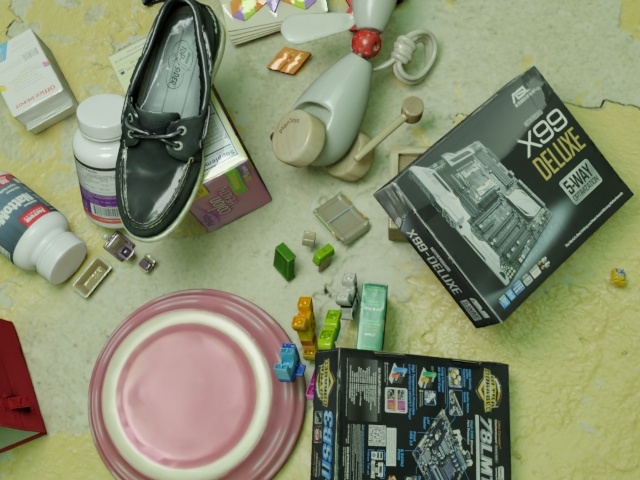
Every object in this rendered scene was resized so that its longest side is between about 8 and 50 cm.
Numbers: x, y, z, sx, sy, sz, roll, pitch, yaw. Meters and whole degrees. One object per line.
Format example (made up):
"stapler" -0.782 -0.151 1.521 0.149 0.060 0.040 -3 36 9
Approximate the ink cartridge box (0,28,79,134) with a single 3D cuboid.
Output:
"ink cartridge box" -0.462 -0.248 1.587 0.092 0.090 0.143 -29 76 -1

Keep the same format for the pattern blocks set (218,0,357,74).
"pattern blocks set" -0.079 -0.408 1.576 0.324 0.026 0.285 -25 90 6

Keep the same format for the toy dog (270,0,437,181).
"toy dog" 0.014 -0.247 1.503 0.161 0.220 0.334 17 69 42

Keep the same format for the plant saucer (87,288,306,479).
"plant saucer" -0.189 0.230 1.446 0.332 0.084 0.332 -1 77 6

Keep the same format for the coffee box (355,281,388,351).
"coffee box" 0.071 0.161 1.420 0.040 0.113 0.184 5 76 4

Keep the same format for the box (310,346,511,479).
"box" 0.127 0.301 1.322 0.293 0.073 0.296 9 76 -31

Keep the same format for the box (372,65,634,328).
"box" 0.263 -0.065 1.391 0.307 0.076 0.242 -39 93 -23

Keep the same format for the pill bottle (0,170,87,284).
"pill bottle" -0.455 -0.017 1.523 0.180 0.108 0.108 36 83 13

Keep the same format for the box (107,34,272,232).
"box" -0.190 -0.163 1.473 0.117 0.213 0.243 -27 75 0

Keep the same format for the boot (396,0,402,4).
"boot" 0.175 -0.419 1.585 0.099 0.045 0.121 25 82 5

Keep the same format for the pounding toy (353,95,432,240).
"pounding toy" 0.141 -0.106 1.482 0.181 0.094 0.206 1 76 5

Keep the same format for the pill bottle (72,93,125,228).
"pill bottle" -0.314 -0.120 1.476 0.108 0.193 0.108 2 46 -2

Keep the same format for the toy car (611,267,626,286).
"toy car" 0.488 0.036 1.433 0.122 0.060 0.040 3 45 0

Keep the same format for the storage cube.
"storage cube" -0.542 0.222 1.436 0.215 0.184 0.193 -23 74 1

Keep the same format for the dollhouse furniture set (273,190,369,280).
"dollhouse furniture set" 0.000 0.000 1.512 0.151 0.058 0.076 -35 67 -22

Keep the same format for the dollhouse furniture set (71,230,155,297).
"dollhouse furniture set" -0.327 0.044 1.506 0.091 0.081 0.114 37 83 13

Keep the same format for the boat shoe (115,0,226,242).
"boat shoe" -0.207 -0.170 1.307 0.127 0.113 0.340 16 80 10

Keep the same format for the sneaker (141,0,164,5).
"sneaker" -0.292 -0.430 1.628 0.162 0.063 0.073 18 82 10

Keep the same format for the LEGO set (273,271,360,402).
"LEGO set" -0.004 0.158 1.422 0.087 0.093 0.227 1 45 20
